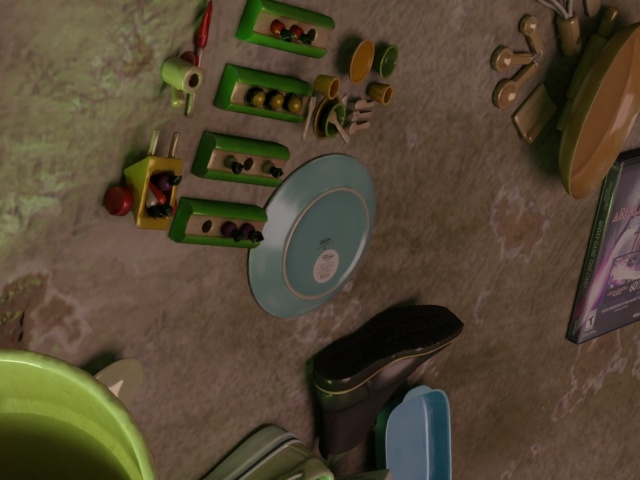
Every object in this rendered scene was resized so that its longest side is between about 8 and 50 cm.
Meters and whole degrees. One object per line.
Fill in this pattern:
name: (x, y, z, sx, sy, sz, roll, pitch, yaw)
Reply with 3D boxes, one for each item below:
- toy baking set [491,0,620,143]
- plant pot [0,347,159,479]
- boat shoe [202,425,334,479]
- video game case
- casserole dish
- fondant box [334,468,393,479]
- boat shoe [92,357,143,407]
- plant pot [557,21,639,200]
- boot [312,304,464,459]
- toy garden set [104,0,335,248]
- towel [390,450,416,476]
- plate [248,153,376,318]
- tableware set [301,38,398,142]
toy baking set: (0.285, -0.237, 1.759, 0.197, 0.030, 0.256, 20, 96, -52)
plant pot: (-0.257, 0.307, 1.275, 0.334, 0.334, 0.305, -48, 152, -17)
boat shoe: (-0.112, 0.320, 1.595, 0.302, 0.094, 0.109, -45, 140, -21)
video game case: (0.434, -0.001, 2.082, 0.196, 0.026, 0.274, -15, 124, -44)
casserole dish: (0.110, 0.263, 1.838, 0.114, 0.037, 0.188, -18, 113, -40)
fondant box: (0.029, 0.431, 1.641, 0.330, 0.096, 0.238, -46, 123, -66)
boat shoe: (-0.221, 0.160, 1.416, 0.133, 0.042, 0.049, -49, 116, -17)
plant pot: (0.347, -0.162, 1.836, 0.236, 0.032, 0.236, -48, 153, -34)
boot: (0.073, 0.162, 1.739, 0.198, 0.077, 0.137, -19, 132, -25)
toy garden set: (-0.085, -0.106, 1.400, 0.204, 0.049, 0.244, 5, 108, -50)
towel: (0.033, 0.353, 1.845, 0.237, 0.021, 0.102, -33, 137, -33)
plate: (0.000, 0.000, 1.584, 0.188, 0.024, 0.188, -27, 130, -38)
tableware set: (0.036, -0.150, 1.504, 0.154, 0.024, 0.104, -16, 124, -60)
